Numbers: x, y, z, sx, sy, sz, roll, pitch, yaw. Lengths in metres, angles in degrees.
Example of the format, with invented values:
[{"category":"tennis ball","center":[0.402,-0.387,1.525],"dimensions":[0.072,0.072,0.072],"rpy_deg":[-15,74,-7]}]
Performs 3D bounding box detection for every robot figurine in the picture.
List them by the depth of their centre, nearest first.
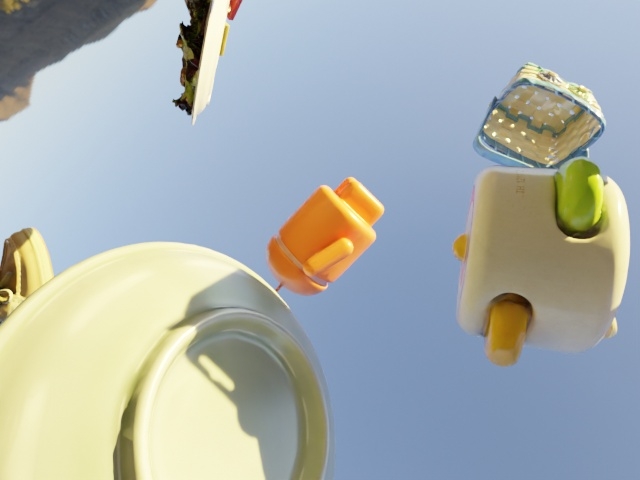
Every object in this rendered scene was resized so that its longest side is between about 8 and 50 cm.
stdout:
[{"category":"robot figurine","center":[0.000,0.000,0.685],"dimensions":[0.219,0.128,0.158],"rpy_deg":[-46,-127,9]}]

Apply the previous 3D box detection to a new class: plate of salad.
[{"category":"plate of salad","center":[-0.137,-0.233,0.485],"dimensions":[0.200,0.048,0.200],"rpy_deg":[-169,-90,-72]}]

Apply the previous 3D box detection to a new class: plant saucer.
[{"category":"plant saucer","center":[-0.095,0.177,0.400],"dimensions":[0.100,0.400,0.401],"rpy_deg":[-25,-136,35]}]

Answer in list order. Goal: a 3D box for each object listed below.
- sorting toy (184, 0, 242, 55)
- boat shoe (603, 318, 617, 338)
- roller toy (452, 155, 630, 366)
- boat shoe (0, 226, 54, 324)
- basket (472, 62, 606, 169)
[{"category":"sorting toy","center":[-0.192,-0.411,0.619],"dimensions":[0.132,0.046,0.275],"rpy_deg":[-32,-104,50]},{"category":"boat shoe","center":[0.409,0.085,0.696],"dimensions":[0.059,0.063,0.170],"rpy_deg":[-12,-121,-13]},{"category":"roller toy","center":[0.220,0.019,0.466],"dimensions":[0.146,0.191,0.210],"rpy_deg":[8,-84,17]},{"category":"boat shoe","center":[-0.439,0.121,0.595],"dimensions":[0.104,0.089,0.285],"rpy_deg":[23,-74,40]},{"category":"basket","center":[0.482,-0.249,0.954],"dimensions":[0.254,0.201,0.289],"rpy_deg":[25,-118,0]}]
